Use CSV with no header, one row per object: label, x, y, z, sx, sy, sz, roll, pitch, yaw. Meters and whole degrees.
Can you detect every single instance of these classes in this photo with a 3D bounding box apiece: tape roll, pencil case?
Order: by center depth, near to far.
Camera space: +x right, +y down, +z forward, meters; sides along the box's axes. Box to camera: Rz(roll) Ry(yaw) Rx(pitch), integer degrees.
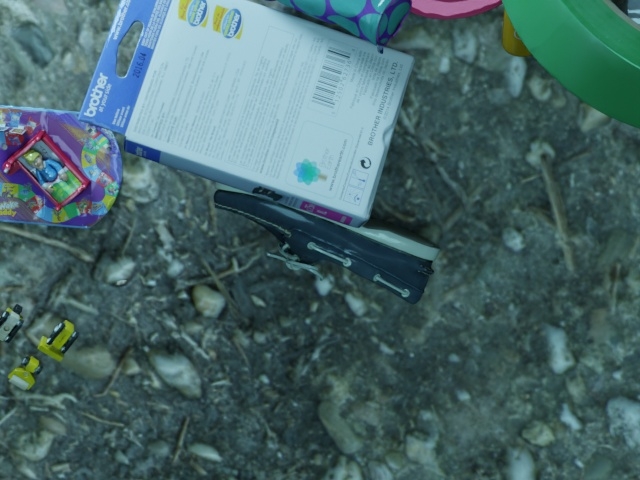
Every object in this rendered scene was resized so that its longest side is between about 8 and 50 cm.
tape roll,0.328,-0.246,1.646,0.321,0.321,0.077,24,144,-5
pencil case,0.013,-0.248,1.764,0.152,0.070,0.064,26,67,17

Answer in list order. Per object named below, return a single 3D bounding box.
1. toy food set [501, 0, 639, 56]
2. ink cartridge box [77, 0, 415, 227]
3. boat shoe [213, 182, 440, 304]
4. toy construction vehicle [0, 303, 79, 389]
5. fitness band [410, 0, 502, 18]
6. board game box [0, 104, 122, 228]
toy food set,0.295,-0.259,1.728,0.232,0.111,0.104,-3,134,-2
ink cartridge box,-0.076,-0.148,1.786,0.311,0.065,0.186,19,77,-6
boat shoe,0.000,0.000,1.859,0.254,0.095,0.079,18,97,-13
toy construction vehicle,-0.331,0.114,1.945,0.086,0.035,0.098,31,110,-19
fitness band,0.118,-0.369,1.752,0.209,0.054,0.291,-17,106,11
board game box,-0.302,-0.075,1.877,0.169,0.033,0.133,5,108,2
